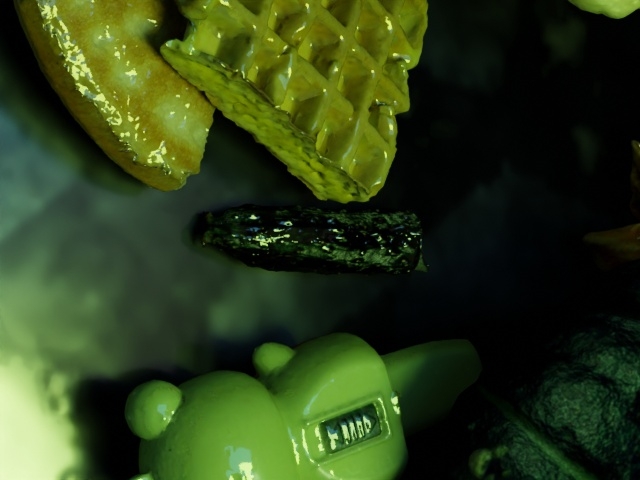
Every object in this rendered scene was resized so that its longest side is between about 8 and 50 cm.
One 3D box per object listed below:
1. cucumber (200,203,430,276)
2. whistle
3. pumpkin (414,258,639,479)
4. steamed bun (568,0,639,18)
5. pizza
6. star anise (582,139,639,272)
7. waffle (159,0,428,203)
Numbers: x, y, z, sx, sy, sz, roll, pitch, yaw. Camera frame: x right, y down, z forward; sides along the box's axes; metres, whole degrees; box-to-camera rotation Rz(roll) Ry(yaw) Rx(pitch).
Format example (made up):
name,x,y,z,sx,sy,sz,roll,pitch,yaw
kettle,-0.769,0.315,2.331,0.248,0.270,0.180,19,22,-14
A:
name,x,y,z,sx,sy,sz,roll,pitch,yaw
cucumber,0.000,0.000,1.193,0.181,0.053,0.053,2,86,-31
whistle,-0.010,0.126,1.141,0.288,0.106,0.131,-18,95,-32
pumpkin,0.222,0.193,1.163,0.363,0.266,0.363,-38,147,-30
steamed bun,0.234,-0.325,1.261,0.372,0.230,0.325,62,28,-9
pizza,-0.109,-0.147,1.121,0.199,0.062,0.188,-52,127,-32
star anise,0.304,0.015,1.360,0.196,0.111,0.212,-14,87,-39
waffle,-0.007,-0.172,1.151,0.229,0.057,0.219,42,58,-42
